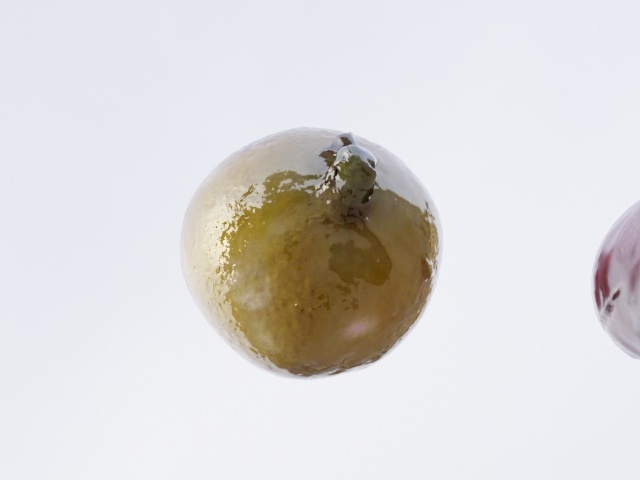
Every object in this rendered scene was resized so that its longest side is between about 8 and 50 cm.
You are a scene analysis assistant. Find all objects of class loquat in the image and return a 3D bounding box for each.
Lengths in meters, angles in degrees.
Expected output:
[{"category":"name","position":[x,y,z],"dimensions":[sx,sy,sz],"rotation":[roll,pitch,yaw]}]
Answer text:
[{"category":"loquat","position":[0.000,0.000,1.206],"dimensions":[0.329,0.328,0.359],"rotation":[-13,-25,-27]}]

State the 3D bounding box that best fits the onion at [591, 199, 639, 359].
[{"category":"onion","position":[0.408,0.022,0.800],"dimensions":[0.348,0.348,0.285],"rotation":[26,-100,-41]}]
